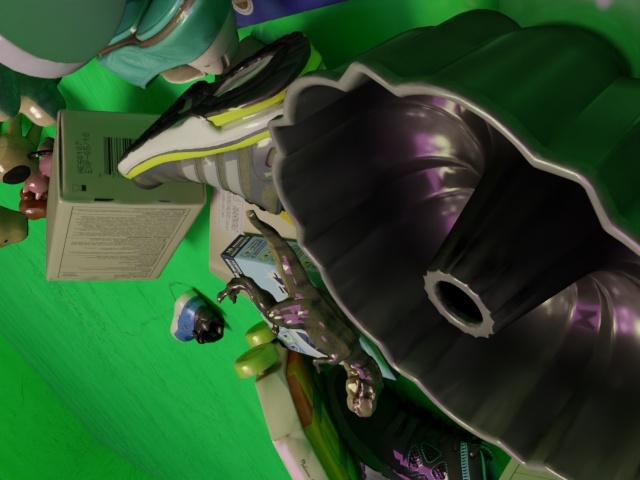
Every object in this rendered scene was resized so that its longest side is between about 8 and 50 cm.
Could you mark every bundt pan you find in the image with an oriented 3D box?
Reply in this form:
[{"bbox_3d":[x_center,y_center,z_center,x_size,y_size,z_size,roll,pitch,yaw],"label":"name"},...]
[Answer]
[{"bbox_3d":[0.124,0.003,0.480,0.331,0.124,0.331,39,156,22],"label":"bundt pan"}]

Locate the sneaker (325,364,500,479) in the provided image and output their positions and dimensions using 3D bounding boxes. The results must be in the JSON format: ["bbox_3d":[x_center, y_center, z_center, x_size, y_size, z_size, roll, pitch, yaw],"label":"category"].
[{"bbox_3d":[0.148,0.274,0.999,0.341,0.125,0.139,48,115,8],"label":"sneaker"}]

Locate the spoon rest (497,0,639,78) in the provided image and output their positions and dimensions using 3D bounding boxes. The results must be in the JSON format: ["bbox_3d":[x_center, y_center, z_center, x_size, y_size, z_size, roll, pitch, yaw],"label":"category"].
[{"bbox_3d":[0.135,-0.171,0.420,0.137,0.084,0.276,11,153,45],"label":"spoon rest"}]

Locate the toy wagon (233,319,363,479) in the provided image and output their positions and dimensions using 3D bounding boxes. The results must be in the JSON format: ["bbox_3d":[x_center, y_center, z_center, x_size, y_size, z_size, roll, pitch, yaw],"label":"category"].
[{"bbox_3d":[-0.017,0.232,1.038,0.267,0.068,0.344,64,-174,-9],"label":"toy wagon"}]

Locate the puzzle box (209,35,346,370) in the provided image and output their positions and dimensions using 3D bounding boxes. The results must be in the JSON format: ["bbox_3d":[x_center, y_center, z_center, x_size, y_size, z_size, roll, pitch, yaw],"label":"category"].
[{"bbox_3d":[0.000,0.000,0.833,0.272,0.052,0.409,36,151,11],"label":"puzzle box"}]

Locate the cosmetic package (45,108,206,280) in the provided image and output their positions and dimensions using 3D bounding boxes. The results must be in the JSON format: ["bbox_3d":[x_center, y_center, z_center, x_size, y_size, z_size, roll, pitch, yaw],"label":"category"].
[{"bbox_3d":[-0.254,-0.041,0.950,0.309,0.160,0.113,142,125,-61],"label":"cosmetic package"}]

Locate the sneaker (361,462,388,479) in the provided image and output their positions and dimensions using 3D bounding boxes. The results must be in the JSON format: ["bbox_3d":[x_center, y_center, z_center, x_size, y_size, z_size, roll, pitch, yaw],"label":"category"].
[{"bbox_3d":[0.101,0.349,1.172,0.098,0.083,0.224,23,146,22],"label":"sneaker"}]

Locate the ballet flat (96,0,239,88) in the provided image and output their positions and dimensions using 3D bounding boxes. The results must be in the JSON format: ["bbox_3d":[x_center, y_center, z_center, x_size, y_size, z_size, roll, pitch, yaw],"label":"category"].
[{"bbox_3d":[-0.115,-0.172,0.628,0.087,0.083,0.247,28,169,-30],"label":"ballet flat"}]

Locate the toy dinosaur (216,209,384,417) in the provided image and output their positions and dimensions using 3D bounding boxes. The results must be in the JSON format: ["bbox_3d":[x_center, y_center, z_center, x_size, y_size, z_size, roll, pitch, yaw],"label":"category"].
[{"bbox_3d":[-0.028,0.066,0.751,0.118,0.064,0.268,-2,133,43],"label":"toy dinosaur"}]

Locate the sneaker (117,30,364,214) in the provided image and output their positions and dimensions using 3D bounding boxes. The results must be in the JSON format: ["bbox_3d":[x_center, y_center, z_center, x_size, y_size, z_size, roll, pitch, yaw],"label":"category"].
[{"bbox_3d":[-0.077,-0.073,0.663,0.121,0.111,0.300,50,152,-22],"label":"sneaker"}]

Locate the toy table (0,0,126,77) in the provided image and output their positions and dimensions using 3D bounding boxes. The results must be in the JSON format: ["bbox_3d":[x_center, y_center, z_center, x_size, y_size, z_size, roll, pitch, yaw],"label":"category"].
[{"bbox_3d":[-0.279,-0.240,0.621,0.161,0.274,0.252,-21,157,40],"label":"toy table"}]

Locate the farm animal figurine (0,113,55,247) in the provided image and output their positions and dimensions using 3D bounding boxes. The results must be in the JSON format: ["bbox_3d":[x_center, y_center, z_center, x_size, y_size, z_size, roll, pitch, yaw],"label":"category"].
[{"bbox_3d":[-0.499,-0.072,1.096,0.326,0.172,0.330,9,160,-4],"label":"farm animal figurine"}]

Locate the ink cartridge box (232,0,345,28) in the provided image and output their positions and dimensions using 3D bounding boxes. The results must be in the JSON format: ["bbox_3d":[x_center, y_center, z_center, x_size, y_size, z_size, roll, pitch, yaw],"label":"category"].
[{"bbox_3d":[-0.075,-0.258,0.567,0.223,0.045,0.224,4,135,49],"label":"ink cartridge box"}]

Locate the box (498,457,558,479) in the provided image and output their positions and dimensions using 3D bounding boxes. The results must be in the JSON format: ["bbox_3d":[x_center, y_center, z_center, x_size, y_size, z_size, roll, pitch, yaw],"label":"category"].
[{"bbox_3d":[0.252,0.205,0.617,0.127,0.232,0.148,52,150,-19],"label":"box"}]

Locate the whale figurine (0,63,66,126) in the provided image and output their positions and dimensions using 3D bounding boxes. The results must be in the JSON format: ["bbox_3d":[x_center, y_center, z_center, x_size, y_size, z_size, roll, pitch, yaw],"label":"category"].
[{"bbox_3d":[-0.338,-0.214,0.794,0.216,0.141,0.272,46,-178,-29],"label":"whale figurine"}]

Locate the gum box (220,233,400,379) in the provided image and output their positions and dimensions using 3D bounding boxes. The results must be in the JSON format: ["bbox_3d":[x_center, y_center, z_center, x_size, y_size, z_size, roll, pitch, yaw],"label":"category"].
[{"bbox_3d":[-0.006,0.070,0.840,0.184,0.041,0.157,7,137,45],"label":"gum box"}]

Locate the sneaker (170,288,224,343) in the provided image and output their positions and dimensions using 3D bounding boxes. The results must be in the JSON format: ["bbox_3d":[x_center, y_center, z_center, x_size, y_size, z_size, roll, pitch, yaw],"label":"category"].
[{"bbox_3d":[-0.205,0.151,1.290,0.084,0.058,0.152,42,147,16],"label":"sneaker"}]
